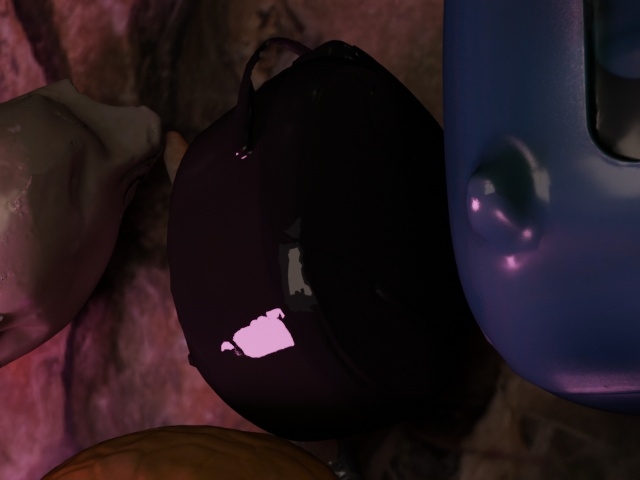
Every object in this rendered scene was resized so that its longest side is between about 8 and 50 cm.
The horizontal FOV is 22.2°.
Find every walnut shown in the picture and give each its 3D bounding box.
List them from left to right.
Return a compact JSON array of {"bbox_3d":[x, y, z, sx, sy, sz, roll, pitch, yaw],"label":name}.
[{"bbox_3d":[-0.056,0.160,0.726,0.207,0.159,0.159,-13,66,37],"label":"walnut"}]

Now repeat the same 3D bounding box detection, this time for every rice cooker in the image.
[{"bbox_3d":[0.000,-0.001,0.768,0.118,0.142,0.203,-28,40,30],"label":"rice cooker"}]

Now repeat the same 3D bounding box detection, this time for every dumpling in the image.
[{"bbox_3d":[-0.174,-0.012,0.875,0.136,0.118,0.199,31,66,30],"label":"dumpling"}]

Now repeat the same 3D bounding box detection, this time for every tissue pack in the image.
[{"bbox_3d":[0.153,-0.076,0.693,0.198,0.206,0.287,-6,70,27],"label":"tissue pack"}]

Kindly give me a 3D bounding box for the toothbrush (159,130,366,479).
[{"bbox_3d":[-0.006,0.084,0.810,0.028,0.037,0.375,-33,59,6],"label":"toothbrush"}]
